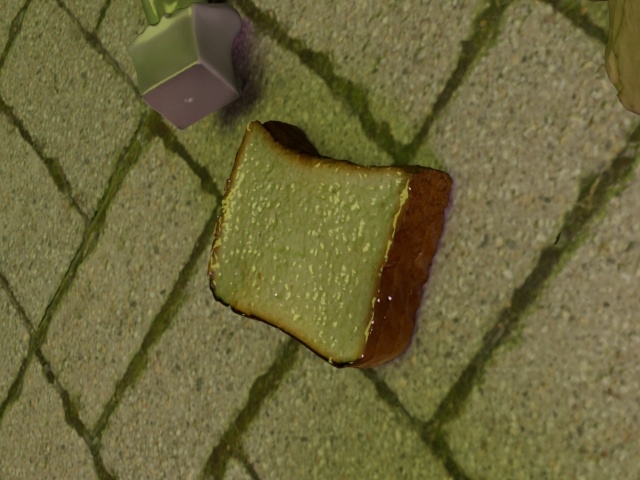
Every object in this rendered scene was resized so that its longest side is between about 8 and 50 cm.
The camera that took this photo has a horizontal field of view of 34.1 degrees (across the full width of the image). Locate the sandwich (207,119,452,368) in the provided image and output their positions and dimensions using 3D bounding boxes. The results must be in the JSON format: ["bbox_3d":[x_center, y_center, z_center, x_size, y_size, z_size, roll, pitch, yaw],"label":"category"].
[{"bbox_3d":[0.000,0.000,0.905,0.215,0.065,0.186,18,97,44],"label":"sandwich"}]

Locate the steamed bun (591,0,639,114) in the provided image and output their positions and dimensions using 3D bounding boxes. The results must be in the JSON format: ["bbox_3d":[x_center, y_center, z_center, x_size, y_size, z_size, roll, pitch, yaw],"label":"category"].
[{"bbox_3d":[0.245,-0.166,0.596,0.137,0.295,0.292,-15,94,-2],"label":"steamed bun"}]

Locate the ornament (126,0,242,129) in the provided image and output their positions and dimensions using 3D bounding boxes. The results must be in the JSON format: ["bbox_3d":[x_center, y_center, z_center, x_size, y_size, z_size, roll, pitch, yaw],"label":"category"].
[{"bbox_3d":[-0.146,-0.249,1.044,0.130,0.120,0.285,-10,75,22],"label":"ornament"}]
